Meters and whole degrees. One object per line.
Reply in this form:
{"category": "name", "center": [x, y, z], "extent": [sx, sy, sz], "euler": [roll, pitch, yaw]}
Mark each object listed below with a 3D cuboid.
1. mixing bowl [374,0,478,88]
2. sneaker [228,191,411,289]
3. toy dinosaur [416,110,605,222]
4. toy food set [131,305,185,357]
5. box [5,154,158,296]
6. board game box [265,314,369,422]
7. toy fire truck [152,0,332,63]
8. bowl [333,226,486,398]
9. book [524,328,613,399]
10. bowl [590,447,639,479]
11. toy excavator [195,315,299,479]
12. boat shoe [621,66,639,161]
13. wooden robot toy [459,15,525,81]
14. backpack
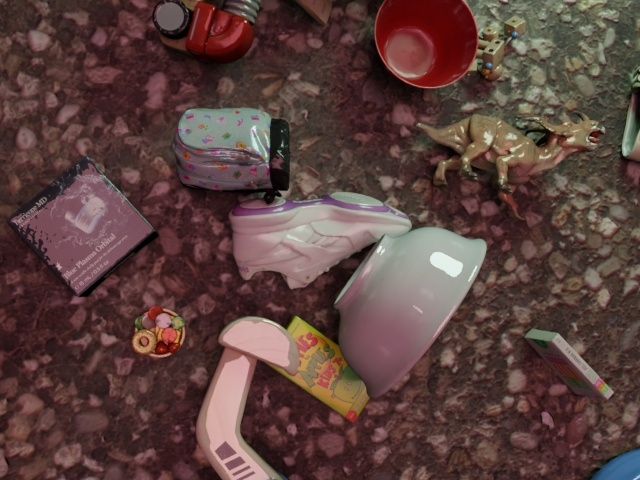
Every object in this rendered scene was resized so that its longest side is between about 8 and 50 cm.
{"category": "mixing bowl", "center": [0.168, -0.337, 1.195], "extent": [0.182, 0.098, 0.181], "euler": [1, 86, -11]}
{"category": "sneaker", "center": [0.000, 0.000, 1.156], "extent": [0.306, 0.114, 0.152], "euler": [-3, 108, -12]}
{"category": "toy dinosaur", "center": [0.313, -0.168, 1.208], "extent": [0.296, 0.127, 0.200], "euler": [22, 75, 3]}
{"category": "toy food set", "center": [-0.261, 0.149, 1.124], "extent": [0.083, 0.020, 0.082], "euler": [13, 84, -10]}
{"category": "box", "center": [-0.365, -0.019, 1.078], "extent": [0.156, 0.093, 0.158], "euler": [-43, 94, -10]}
{"category": "board game box", "center": [0.003, 0.214, 1.160], "extent": [0.181, 0.043, 0.092], "euler": [36, 81, -7]}
{"category": "toy fire truck", "center": [-0.114, -0.383, 1.120], "extent": [0.247, 0.158, 0.216], "euler": [16, 93, 1]}
{"category": "bowl", "center": [0.113, 0.083, 1.071], "extent": [0.134, 0.298, 0.297], "euler": [36, 81, 0]}
{"category": "book", "center": [0.436, 0.215, 1.217], "extent": [0.144, 0.096, 0.035], "euler": [46, 80, -5]}
{"category": "bowl", "center": [0.619, 0.573, 1.229], "extent": [0.392, 0.077, 0.390], "euler": [1, 85, -14]}
{"category": "toy excavator", "center": [-0.106, 0.397, 1.039], "extent": [0.433, 0.222, 0.445], "euler": [-43, 94, -9]}
{"category": "boat shoe", "center": [0.626, -0.287, 1.279], "extent": [0.094, 0.109, 0.302], "euler": [7, 88, -9]}
{"category": "wooden robot toy", "center": [0.303, -0.326, 1.247], "extent": [0.076, 0.079, 0.173], "euler": [24, 61, 33]}
{"category": "backpack", "center": [-0.140, -0.142, 1.096], "extent": [0.182, 0.151, 0.115], "euler": [1, 130, -4]}
